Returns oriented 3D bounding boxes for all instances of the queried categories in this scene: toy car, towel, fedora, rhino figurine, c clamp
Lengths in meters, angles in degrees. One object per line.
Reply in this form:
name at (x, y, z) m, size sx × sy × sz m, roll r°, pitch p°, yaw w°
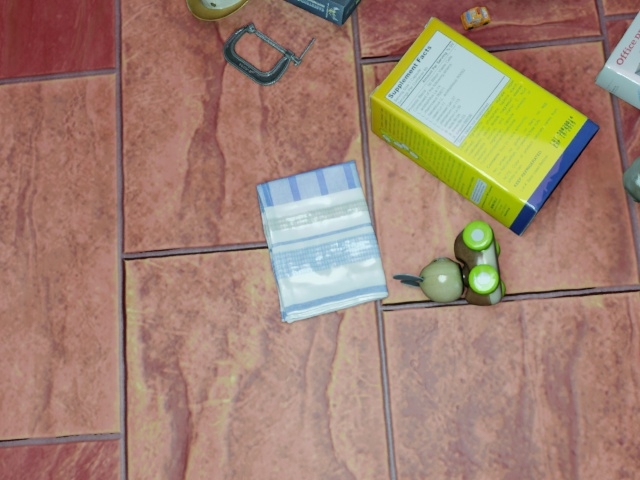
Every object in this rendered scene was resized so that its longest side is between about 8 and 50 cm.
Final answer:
toy car at (0.228, 0.053, 1.504) m, size 0.188 × 0.155 × 0.149 m, roll -9°, pitch 76°, yaw 15°
towel at (0.000, 0.000, 1.585) m, size 0.209 × 0.034 × 0.285 m, roll -13°, pitch 76°, yaw 1°
fedora at (-0.204, -0.533, 1.668) m, size 0.194 × 0.079 × 0.195 m, roll -13°, pitch 60°, yaw 24°
rhino figurine at (0.649, -0.158, 1.506) m, size 0.106 × 0.073 × 0.243 m, roll 38°, pitch 115°, yaw 8°
c clamp at (-0.111, -0.386, 1.691) m, size 0.160 × 0.022 × 0.137 m, roll 31°, pitch 86°, yaw 9°
toy car at (0.309, -0.409, 1.649) m, size 0.060 × 0.040 × 0.122 m, roll 1°, pitch 77°, yaw 5°

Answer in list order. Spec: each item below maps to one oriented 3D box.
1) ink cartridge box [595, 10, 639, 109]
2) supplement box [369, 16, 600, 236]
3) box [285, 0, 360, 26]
ink cartridge box at (0.655, -0.320, 1.574) m, size 0.212 × 0.093 × 0.154 m, roll 34°, pitch 83°, yaw 13°
supplement box at (0.287, -0.203, 1.525) m, size 0.356 × 0.195 × 0.194 m, roll 37°, pitch 82°, yaw 11°
box at (0.018, -0.551, 1.662) m, size 0.183 × 0.059 × 0.233 m, roll 26°, pitch 62°, yaw 10°
